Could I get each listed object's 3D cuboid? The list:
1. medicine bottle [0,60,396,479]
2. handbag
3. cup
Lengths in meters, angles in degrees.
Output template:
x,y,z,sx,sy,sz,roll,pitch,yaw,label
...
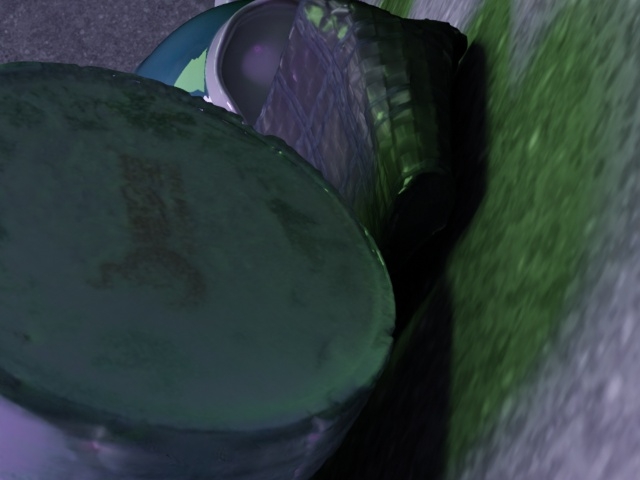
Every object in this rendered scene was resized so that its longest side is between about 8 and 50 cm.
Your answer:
x,y,z,sx,sy,sz,roll,pitch,yaw,label
-0.115,0.097,0.510,0.245,0.245,0.290,-80,14,-55,medicine bottle
0.000,0.000,0.623,0.270,0.089,0.175,120,160,-46,handbag
-0.048,-0.101,0.905,0.173,0.167,0.299,157,108,-65,cup
